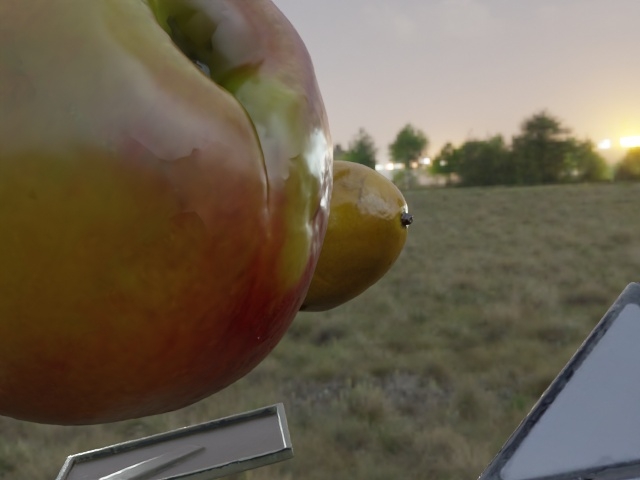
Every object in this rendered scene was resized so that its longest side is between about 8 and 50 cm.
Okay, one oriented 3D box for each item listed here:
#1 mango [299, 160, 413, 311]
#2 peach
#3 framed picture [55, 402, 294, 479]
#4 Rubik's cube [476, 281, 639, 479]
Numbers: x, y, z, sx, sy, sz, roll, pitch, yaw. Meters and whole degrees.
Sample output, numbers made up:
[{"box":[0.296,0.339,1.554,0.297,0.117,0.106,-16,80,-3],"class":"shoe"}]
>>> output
[{"box":[0.000,0.000,1.095,0.227,0.147,0.109,-38,6,38],"class":"mango"},{"box":[-0.153,-0.031,0.617,0.332,0.308,0.307,-36,-14,29],"class":"peach"},{"box":[-0.206,0.304,1.381,0.335,0.022,0.247,-14,6,-4],"class":"framed picture"},{"box":[0.282,0.227,0.727,0.254,0.260,0.259,24,60,34],"class":"Rubik's cube"}]
